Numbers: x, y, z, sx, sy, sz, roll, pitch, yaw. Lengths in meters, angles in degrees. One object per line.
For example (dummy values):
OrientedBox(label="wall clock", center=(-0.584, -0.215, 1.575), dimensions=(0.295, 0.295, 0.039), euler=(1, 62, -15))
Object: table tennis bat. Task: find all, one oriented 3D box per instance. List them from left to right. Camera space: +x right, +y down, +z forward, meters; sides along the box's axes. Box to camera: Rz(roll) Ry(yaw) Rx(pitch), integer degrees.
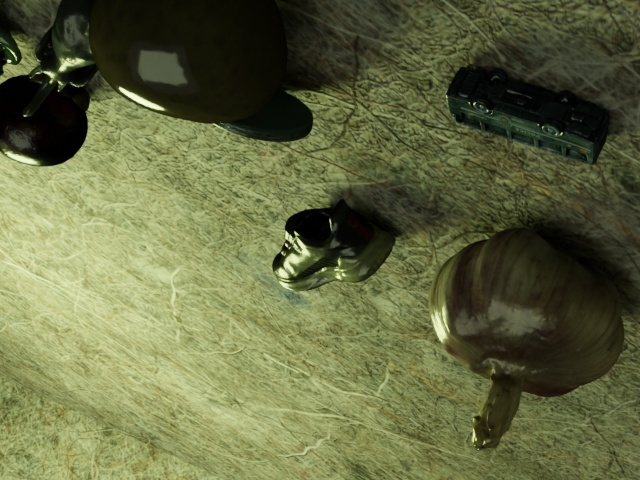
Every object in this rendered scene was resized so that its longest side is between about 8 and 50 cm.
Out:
OrientedBox(label="table tennis bat", center=(-0.110, -0.177, 1.519), dimensions=(0.237, 0.149, 0.038), euler=(36, 124, 33))

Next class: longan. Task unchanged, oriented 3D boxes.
OrientedBox(label="longan", center=(-0.138, -0.223, 1.367), dimensions=(0.220, 0.196, 0.196), euler=(25, 156, -5))

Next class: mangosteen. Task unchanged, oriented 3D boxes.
OrientedBox(label="mangosteen", center=(-0.404, -0.182, 1.823), dimensions=(0.152, 0.152, 0.152), euler=(26, 155, 13))

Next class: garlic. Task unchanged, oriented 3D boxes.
OrientedBox(label="garlic", center=(0.232, 0.134, 1.540), dimensions=(0.245, 0.253, 0.245), euler=(22, 161, 8))

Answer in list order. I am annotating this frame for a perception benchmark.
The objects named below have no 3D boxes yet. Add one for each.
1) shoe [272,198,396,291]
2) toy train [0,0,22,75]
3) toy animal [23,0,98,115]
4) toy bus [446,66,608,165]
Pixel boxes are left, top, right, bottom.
OrientedBox(label="shoe", center=(0.000, 0.000, 1.746), dimensions=(0.227, 0.099, 0.112), euler=(-7, 128, 49))
OrientedBox(label="toy train", center=(-0.537, -0.310, 1.728), dimensions=(0.221, 0.150, 0.304), euler=(34, 158, 11))
OrientedBox(label="toy animal", center=(-0.292, -0.254, 1.553), dimensions=(0.082, 0.137, 0.269), euler=(35, 147, -14))
OrientedBox(label="toy bus", center=(0.213, -0.128, 1.307), dimensions=(0.166, 0.047, 0.065), euler=(21, 157, 22))
